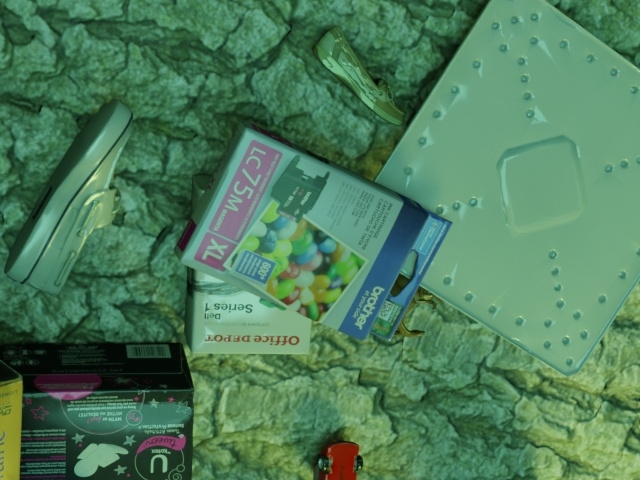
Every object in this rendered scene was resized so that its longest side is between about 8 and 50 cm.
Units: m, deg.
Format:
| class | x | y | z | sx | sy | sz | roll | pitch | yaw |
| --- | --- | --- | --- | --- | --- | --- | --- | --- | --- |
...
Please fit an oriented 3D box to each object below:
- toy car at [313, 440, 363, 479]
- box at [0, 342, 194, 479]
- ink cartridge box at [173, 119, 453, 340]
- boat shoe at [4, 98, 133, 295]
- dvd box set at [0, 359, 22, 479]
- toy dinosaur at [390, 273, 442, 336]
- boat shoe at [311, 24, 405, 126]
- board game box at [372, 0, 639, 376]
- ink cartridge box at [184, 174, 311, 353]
| class | x | y | z | sx | sy | sz | roll | pitch | yaw |
| --- | --- | --- | --- | --- | --- | --- | --- | --- | --- |
| toy car | -0.007 | 0.413 | 1.981 | 0.225 | 0.053 | 0.239 | -32 | 110 | -17 |
| box | -0.292 | 0.223 | 1.830 | 0.247 | 0.163 | 0.142 | 0 | 108 | -11 |
| ink cartridge box | 0.000 | 0.000 | 1.778 | 0.311 | 0.065 | 0.186 | 24 | 99 | -20 |
| boat shoe | -0.292 | -0.048 | 1.786 | 0.088 | 0.096 | 0.267 | 28 | 101 | -22 |
| dvd box set | -0.469 | 0.305 | 1.746 | 0.062 | 0.307 | 0.420 | -11 | 116 | -41 |
| toy dinosaur | 0.090 | 0.075 | 1.922 | 0.211 | 0.064 | 0.112 | -12 | 97 | -19 |
| boat shoe | 0.057 | -0.206 | 1.827 | 0.153 | 0.056 | 0.048 | 42 | 100 | -12 |
| board game box | 0.281 | -0.077 | 1.890 | 0.390 | 0.050 | 0.390 | 32 | 92 | -18 |
| ink cartridge box | -0.088 | 0.033 | 1.849 | 0.160 | 0.092 | 0.219 | 1 | 105 | -11 |
